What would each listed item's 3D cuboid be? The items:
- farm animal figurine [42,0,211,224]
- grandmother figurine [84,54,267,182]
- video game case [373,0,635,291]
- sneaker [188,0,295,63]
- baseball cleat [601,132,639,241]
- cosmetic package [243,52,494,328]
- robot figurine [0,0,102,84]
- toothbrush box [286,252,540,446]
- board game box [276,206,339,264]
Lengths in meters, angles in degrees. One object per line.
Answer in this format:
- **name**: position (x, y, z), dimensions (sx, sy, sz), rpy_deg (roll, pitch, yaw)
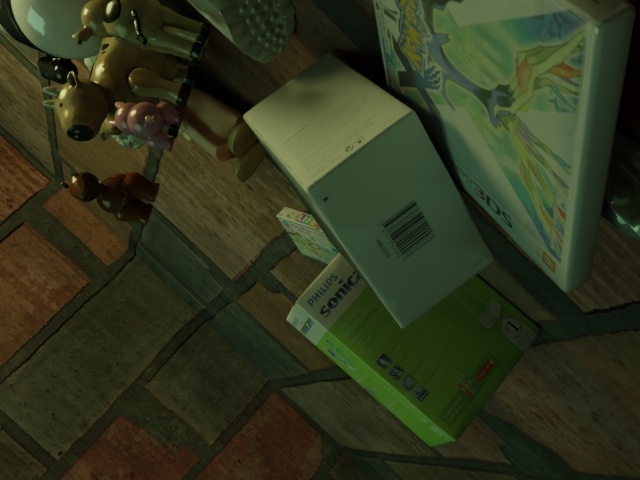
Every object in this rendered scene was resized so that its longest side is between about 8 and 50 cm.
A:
- **farm animal figurine**: position (-0.251, -0.204, 1.034), dimensions (0.172, 0.326, 0.330), rpy_deg (19, 127, -11)
- **grandmother figurine**: position (-0.242, -0.232, 1.297), dimensions (0.342, 0.104, 0.207), rpy_deg (32, 144, 21)
- **video game case**: position (0.137, -0.143, 0.710), dimensions (0.300, 0.036, 0.329), rpy_deg (52, 168, 34)
- **sneaker**: position (-0.116, -0.291, 0.918), dimensions (0.095, 0.090, 0.235), rpy_deg (33, 176, 40)
- **baseball cleat**: position (0.249, -0.068, 0.758), dimensions (0.206, 0.072, 0.109), rpy_deg (49, 169, 9)
- **cosmetic package**: position (0.052, -0.063, 0.925), dimensions (0.224, 0.138, 0.224), rpy_deg (54, 177, -35)
- **robot figurine**: position (-0.390, -0.361, 1.192), dimensions (0.278, 0.173, 0.209), rpy_deg (28, 157, 48)
- **toothbrush box**: position (0.127, 0.119, 1.153), dimensions (0.283, 0.206, 0.122), rpy_deg (41, 161, 4)
- **board game box**: position (0.000, 0.000, 1.416), dimensions (0.154, 0.026, 0.103), rpy_deg (20, 150, 48)
